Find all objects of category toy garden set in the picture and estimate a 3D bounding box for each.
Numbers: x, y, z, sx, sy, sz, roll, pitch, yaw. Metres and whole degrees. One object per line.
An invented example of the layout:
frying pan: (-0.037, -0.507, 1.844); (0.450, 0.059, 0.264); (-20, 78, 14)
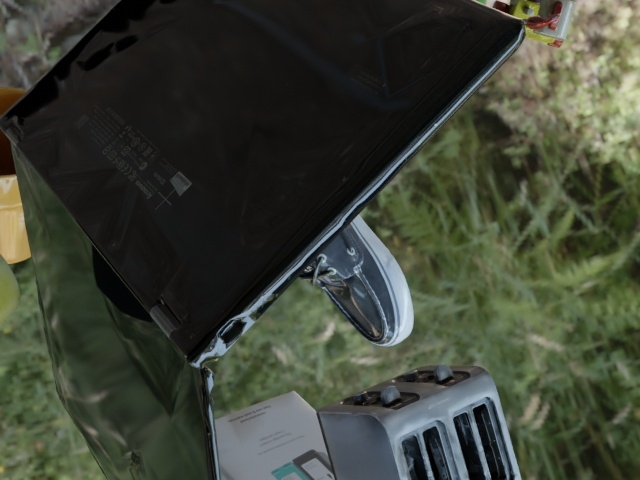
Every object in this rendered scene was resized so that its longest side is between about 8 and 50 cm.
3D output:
toy garden set: (0.121, -0.209, 0.955); (0.203, 0.049, 0.244); (15, -171, -1)

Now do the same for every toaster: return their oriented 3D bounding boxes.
toaster: (0.100, 0.227, 1.169); (0.168, 0.186, 0.110); (-15, 180, -39)

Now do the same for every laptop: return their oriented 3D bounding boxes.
laptop: (-0.063, 0.009, 0.835); (0.408, 0.382, 0.236); (-46, 130, -3)

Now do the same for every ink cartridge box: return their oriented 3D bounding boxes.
ink cartridge box: (-0.037, 0.354, 1.362); (0.197, 0.270, 0.198); (-13, 135, -49)

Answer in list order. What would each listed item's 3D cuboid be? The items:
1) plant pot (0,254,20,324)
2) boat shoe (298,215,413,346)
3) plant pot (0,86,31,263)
plant pot: (-0.305, 0.047, 0.857); (0.134, 0.095, 0.134); (17, 142, 14)
boat shoe: (0.000, 0.000, 1.026); (0.076, 0.229, 0.080); (-30, -175, -42)
plant pot: (-0.444, -0.077, 1.601); (0.205, 0.205, 0.188); (-8, 134, -22)
